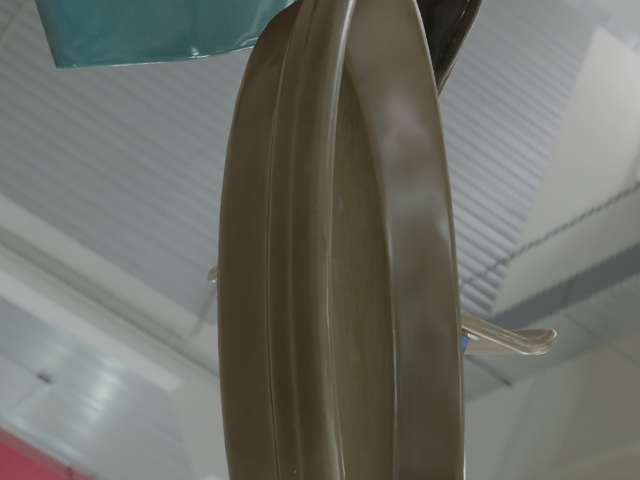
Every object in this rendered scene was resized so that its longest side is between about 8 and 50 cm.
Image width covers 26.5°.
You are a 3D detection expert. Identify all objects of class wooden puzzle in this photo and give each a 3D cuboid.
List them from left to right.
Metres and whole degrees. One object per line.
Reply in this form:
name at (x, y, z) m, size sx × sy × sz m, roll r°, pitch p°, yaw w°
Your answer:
wooden puzzle at (0.053, 0.093, 1.564) m, size 0.322 × 0.348 × 0.080 m, roll 160°, pitch -53°, yaw -75°

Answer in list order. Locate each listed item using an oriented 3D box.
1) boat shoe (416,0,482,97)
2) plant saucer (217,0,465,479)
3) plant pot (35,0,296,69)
boat shoe at (0.039, -0.104, 1.097) m, size 0.307 × 0.111 × 0.104 m, roll -54°, pitch -177°, yaw 16°
plant saucer at (0.016, 0.035, 0.486) m, size 0.278 × 0.041 × 0.277 m, roll -3°, pitch 90°, yaw -76°
plant pot at (-0.097, -0.246, 1.092) m, size 0.165 × 0.234 × 0.165 m, roll -68°, pitch 155°, yaw -47°
